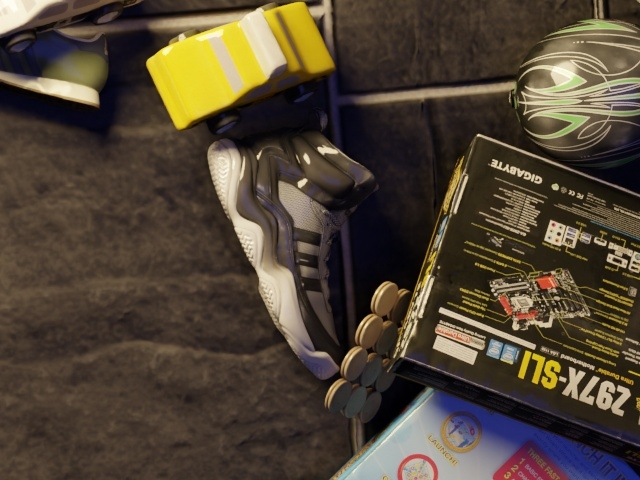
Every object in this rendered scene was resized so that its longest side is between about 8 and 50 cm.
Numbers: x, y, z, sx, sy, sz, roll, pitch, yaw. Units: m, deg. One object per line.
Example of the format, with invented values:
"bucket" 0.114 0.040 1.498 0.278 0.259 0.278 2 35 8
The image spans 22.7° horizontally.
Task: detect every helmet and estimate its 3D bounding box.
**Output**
"helmet" 0.285 -0.149 1.624 0.169 0.161 0.169 -2 98 -12

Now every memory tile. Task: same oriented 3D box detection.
"memory tile" 0.057 0.117 1.653 0.012 0.113 0.148 26 90 31

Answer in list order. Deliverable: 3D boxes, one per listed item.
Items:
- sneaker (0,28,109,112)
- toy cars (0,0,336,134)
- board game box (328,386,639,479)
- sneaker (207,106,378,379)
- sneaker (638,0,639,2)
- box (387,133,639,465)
"sneaker" -0.298 -0.191 1.553 0.192 0.064 0.086 16 81 -10
"toy cars" -0.159 -0.214 1.525 0.393 0.087 0.176 20 67 -17
"board game box" 0.176 0.303 1.668 0.302 0.086 0.308 -43 90 -4
"sneaker" 0.000 0.000 1.614 0.153 0.101 0.269 -24 99 -5
"sneaker" 0.348 -0.283 1.629 0.366 0.210 0.137 38 93 23
"box" 0.260 0.067 1.615 0.322 0.079 0.257 20 72 -2
